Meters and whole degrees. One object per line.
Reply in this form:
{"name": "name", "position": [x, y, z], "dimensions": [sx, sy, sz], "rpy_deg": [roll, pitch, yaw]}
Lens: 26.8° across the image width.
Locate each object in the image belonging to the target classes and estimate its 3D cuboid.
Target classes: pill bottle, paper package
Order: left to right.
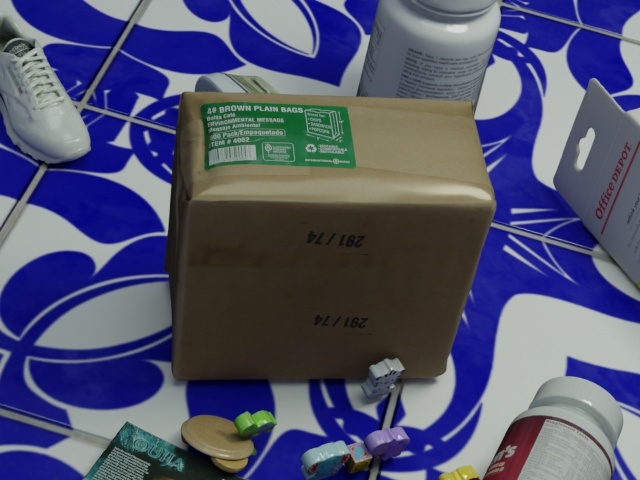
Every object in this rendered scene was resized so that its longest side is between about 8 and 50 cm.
{"name": "paper package", "position": [0.000, 0.000, 1.462], "dimensions": [0.324, 0.310, 0.168], "rpy_deg": [1, 46, -11]}
{"name": "pill bottle", "position": [0.145, -0.257, 1.764], "dimensions": [0.160, 0.283, 0.160], "rpy_deg": [6, 46, -7]}
{"name": "pill bottle", "position": [0.236, 0.251, 1.402], "dimensions": [0.121, 0.121, 0.221], "rpy_deg": [25, 46, 12]}

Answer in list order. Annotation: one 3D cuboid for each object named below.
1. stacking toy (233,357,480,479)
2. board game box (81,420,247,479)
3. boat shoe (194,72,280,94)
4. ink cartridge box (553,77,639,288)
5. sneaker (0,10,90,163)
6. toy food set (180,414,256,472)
{"name": "stacking toy", "position": [0.037, 0.223, 1.413], "dimensions": [0.221, 0.052, 0.167], "rpy_deg": [-13, 54, -31]}
{"name": "board game box", "position": [-0.149, 0.271, 1.362], "dimensions": [0.186, 0.026, 0.126], "rpy_deg": [24, 44, 11]}
{"name": "boat shoe", "position": [-0.052, -0.130, 1.723], "dimensions": [0.094, 0.109, 0.302], "rpy_deg": [-18, 50, -30]}
{"name": "ink cartridge box", "position": [0.455, -0.037, 1.671], "dimensions": [0.119, 0.207, 0.353], "rpy_deg": [-17, 53, -25]}
{"name": "sneaker", "position": [-0.369, -0.193, 1.721], "dimensions": [0.090, 0.095, 0.235], "rpy_deg": [-22, 56, -32]}
{"name": "toy food set", "position": [-0.108, 0.211, 1.416], "dimensions": [0.083, 0.020, 0.082], "rpy_deg": [22, 19, 9]}
